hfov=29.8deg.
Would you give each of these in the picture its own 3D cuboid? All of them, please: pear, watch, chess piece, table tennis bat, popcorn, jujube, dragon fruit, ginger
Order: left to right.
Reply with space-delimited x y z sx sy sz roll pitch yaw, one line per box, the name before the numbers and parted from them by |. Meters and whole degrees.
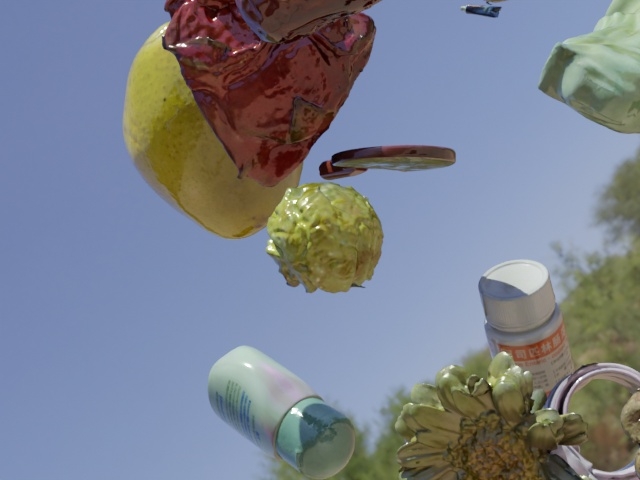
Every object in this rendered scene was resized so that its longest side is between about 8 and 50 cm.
pear | -0.194 -0.218 2.263 0.362 0.418 0.362 -24 15 7
dragon fruit | -0.089 -0.296 1.941 0.228 0.329 0.286 -21 38 38
jujube | -0.006 -0.337 1.495 0.230 0.155 0.155 -28 -6 27
popcorn | 0.000 0.000 1.865 0.198 0.198 0.212 -31 5 -43
table tennis bat | 0.099 -0.137 2.052 0.200 0.038 0.310 2 -5 -34
watch | 0.454 0.318 1.882 0.217 0.248 0.211 -43 -10 -6
chess piece | 0.343 -0.176 1.229 0.298 0.175 0.176 -38 -13 -53
ginger | 0.458 0.294 1.594 0.080 0.204 0.104 -29 -15 35

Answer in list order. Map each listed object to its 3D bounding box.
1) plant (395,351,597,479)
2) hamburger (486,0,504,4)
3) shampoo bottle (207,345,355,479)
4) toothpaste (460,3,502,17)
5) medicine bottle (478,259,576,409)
plant | 0.242 0.311 1.707 0.261 0.306 0.297 -36 4 -1
hamburger | 0.335 -0.510 2.251 0.062 0.140 0.133 -53 -36 -50
shampoo bottle | -0.074 0.362 2.468 0.151 0.349 0.222 -30 -50 -31
toothpaste | 0.317 -0.455 2.373 0.019 0.083 0.027 50 -123 -58
medicine bottle | 0.364 0.168 2.121 0.144 0.144 0.252 -36 -60 -31
